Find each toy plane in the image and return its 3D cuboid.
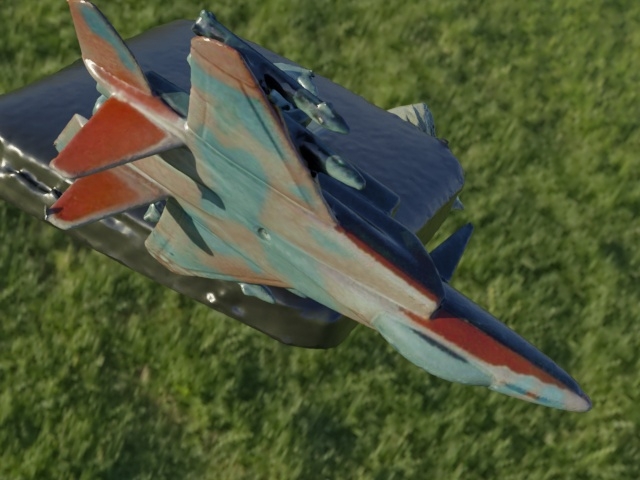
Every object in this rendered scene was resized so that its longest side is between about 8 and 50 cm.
[{"bbox_3d":[0.003,-0.006,0.705,0.326,0.223,0.104,25,58,0],"label":"toy plane"}]

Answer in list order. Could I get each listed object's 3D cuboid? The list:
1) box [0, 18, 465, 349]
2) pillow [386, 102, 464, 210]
[{"bbox_3d":[-0.076,-0.062,1.184,0.359,0.091,0.350,27,33,14],"label":"box"},{"bbox_3d":[0.057,-0.076,1.522,0.181,0.078,0.134,-17,68,-2],"label":"pillow"}]
